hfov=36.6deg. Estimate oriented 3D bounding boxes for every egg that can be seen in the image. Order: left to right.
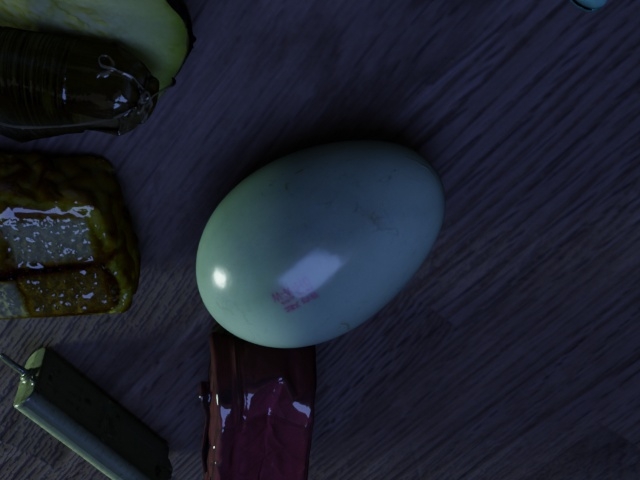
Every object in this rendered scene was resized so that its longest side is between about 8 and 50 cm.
[{"bbox_3d":[0.000,0.000,0.950,0.264,0.183,0.183,-30,120,10],"label":"egg"}]

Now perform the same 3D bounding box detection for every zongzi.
[{"bbox_3d":[-0.223,-0.118,0.889,0.187,0.084,0.184,13,159,7],"label":"zongzi"}]

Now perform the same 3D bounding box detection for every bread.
[{"bbox_3d":[-0.303,0.000,1.000,0.222,0.096,0.182,-2,128,0],"label":"bread"}]

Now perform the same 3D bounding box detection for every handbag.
[{"bbox_3d":[-0.076,0.214,1.123,0.135,0.146,0.225,2,125,-9],"label":"handbag"}]

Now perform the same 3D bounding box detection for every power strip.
[{"bbox_3d":[-0.278,0.213,1.148,0.034,0.092,0.268,-34,119,17],"label":"power strip"}]

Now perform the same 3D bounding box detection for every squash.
[{"bbox_3d":[-0.222,-0.201,0.827,0.236,0.155,0.204,26,119,-21],"label":"squash"}]

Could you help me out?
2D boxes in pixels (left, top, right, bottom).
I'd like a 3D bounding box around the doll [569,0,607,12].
[{"bbox_3d":[0.236,-0.277,0.835,0.159,0.059,0.159,-13,124,7],"label":"doll"}]
